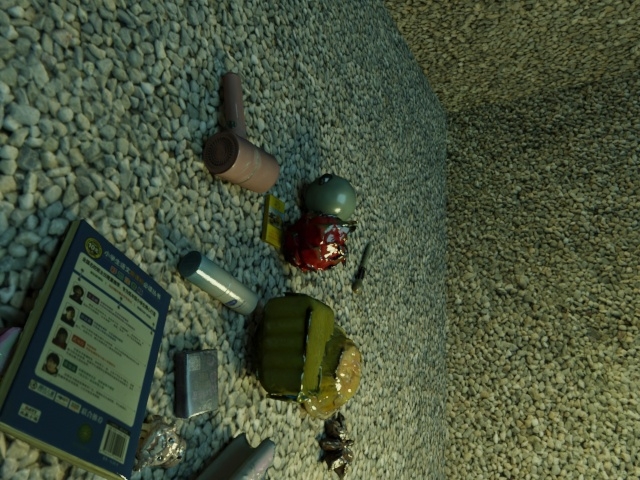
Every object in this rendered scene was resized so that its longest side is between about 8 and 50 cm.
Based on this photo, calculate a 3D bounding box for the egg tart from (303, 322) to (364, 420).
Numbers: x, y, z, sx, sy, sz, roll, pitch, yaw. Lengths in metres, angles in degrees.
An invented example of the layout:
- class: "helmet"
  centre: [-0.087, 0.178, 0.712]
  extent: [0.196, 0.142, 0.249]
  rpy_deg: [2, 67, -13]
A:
- class: "egg tart"
  centre: [0.048, 0.443, 1.801]
  extent: [0.351, 0.149, 0.353]
  rpy_deg: [8, 80, -57]

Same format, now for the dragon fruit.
- class: "dragon fruit"
  centre: [0.000, 0.000, 1.700]
  extent: [0.193, 0.273, 0.192]
  rpy_deg: [55, 8, -45]

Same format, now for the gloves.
- class: "gloves"
  centre: [-0.352, 0.448, 1.150]
  extent: [0.144, 0.094, 0.111]
  rpy_deg: [41, 61, -60]

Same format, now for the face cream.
- class: "face cream"
  centre: [-0.264, 0.116, 1.376]
  extent: [0.250, 0.077, 0.077]
  rpy_deg: [46, 47, -47]

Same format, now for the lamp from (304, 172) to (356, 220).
- class: "lamp"
  centre: [0.026, -0.112, 1.852]
  extent: [0.197, 0.197, 0.244]
  rpy_deg: [18, 92, -58]

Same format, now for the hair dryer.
- class: "hair dryer"
  centre: [-0.227, -0.326, 1.507]
  extent: [0.210, 0.125, 0.353]
  rpy_deg: [20, 61, -59]

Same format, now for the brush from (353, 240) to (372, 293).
- class: "brush"
  centre: [0.183, 0.111, 2.218]
  extent: [0.299, 0.038, 0.042]
  rpy_deg: [-70, 145, -44]

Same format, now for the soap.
- class: "soap"
  centre: [-0.206, 0.675, 1.286]
  extent: [0.302, 0.158, 0.258]
  rpy_deg: [-32, 109, -56]

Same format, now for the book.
- class: "book"
  centre: [-0.423, 0.200, 1.003]
  extent: [0.428, 0.039, 0.300]
  rpy_deg: [-91, 155, -44]

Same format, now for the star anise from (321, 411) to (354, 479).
- class: "star anise"
  centre: [0.062, 0.731, 1.836]
  extent: [0.197, 0.073, 0.212]
  rpy_deg: [-47, 122, -56]

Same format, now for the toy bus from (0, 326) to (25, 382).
- class: "toy bus"
  centre: [-0.499, 0.268, 0.924]
  extent: [0.274, 0.090, 0.112]
  rpy_deg: [60, 31, -35]

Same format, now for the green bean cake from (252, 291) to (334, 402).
- class: "green bean cake"
  centre: [-0.083, 0.326, 1.561]
  extent: [0.285, 0.201, 0.310]
  rpy_deg: [49, 44, -63]

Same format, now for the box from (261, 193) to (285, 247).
- class: "box"
  centre: [-0.150, -0.062, 1.670]
  extent: [0.086, 0.023, 0.155]
  rpy_deg: [28, 60, -52]

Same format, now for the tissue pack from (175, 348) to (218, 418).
- class: "tissue pack"
  centre: [-0.304, 0.350, 1.289]
  extent: [0.112, 0.051, 0.157]
  rpy_deg: [7, 78, -57]
